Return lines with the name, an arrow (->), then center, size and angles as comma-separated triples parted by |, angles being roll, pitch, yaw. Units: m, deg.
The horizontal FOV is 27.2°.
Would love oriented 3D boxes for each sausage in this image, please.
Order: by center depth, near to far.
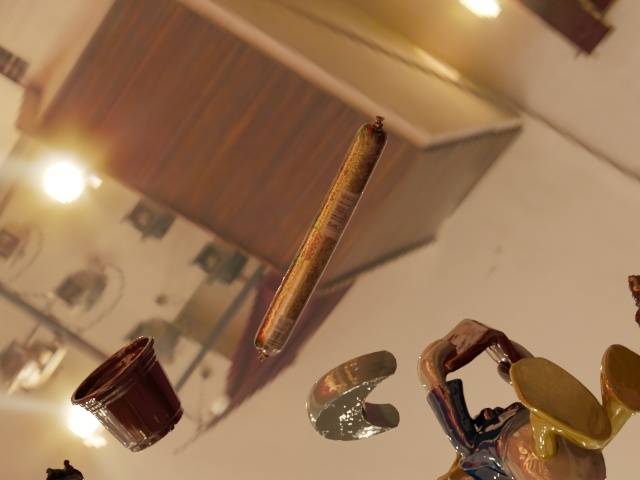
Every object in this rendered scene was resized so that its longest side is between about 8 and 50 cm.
sausage -> 0.000, 0.000, 1.293 | 0.033, 0.269, 0.033 | 26, -174, -3

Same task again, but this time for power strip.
power strip -> 0.048, 0.235, 1.889 | 0.216, 0.137, 0.044 | 86, 165, -56

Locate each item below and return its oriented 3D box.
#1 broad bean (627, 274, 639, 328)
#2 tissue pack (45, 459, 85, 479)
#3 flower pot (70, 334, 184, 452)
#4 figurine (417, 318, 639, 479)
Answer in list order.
broad bean -> 0.248, 0.069, 0.694 | 0.046, 0.065, 0.254 | -9, -168, -26
tissue pack -> -0.263, 0.359, 1.132 | 0.259, 0.122, 0.361 | -10, -147, -28
flower pot -> -0.195, 0.169, 1.402 | 0.089, 0.111, 0.111 | 53, -163, -12
figurine -> 0.169, 0.211, 1.375 | 0.205, 0.338, 0.283 | 5, -143, -32
